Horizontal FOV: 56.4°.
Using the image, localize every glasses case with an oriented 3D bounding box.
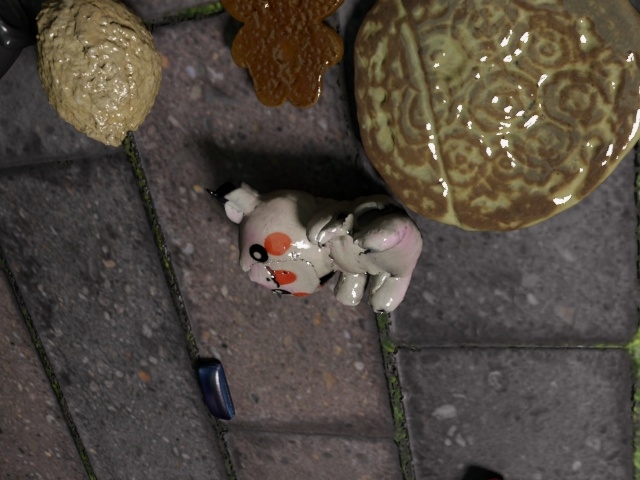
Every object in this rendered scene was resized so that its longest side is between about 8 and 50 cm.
[{"bbox_3d":[-0.132,0.191,0.747,0.034,0.023,0.083,-3,112,18],"label":"glasses case"}]

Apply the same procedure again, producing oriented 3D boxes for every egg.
[{"bbox_3d":[-0.209,-0.163,0.562,0.116,0.118,0.140,-13,118,6],"label":"egg"}]

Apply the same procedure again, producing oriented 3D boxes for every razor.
[{"bbox_3d":[-0.370,-0.209,0.631,0.148,0.054,0.090,-30,101,27],"label":"razor"}]

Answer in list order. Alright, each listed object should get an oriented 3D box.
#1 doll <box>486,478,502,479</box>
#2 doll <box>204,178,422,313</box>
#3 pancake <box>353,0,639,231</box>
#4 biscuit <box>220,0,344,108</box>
[{"bbox_3d":[0.199,0.391,0.695,0.142,0.076,0.245,17,114,13],"label":"doll"},{"bbox_3d":[0.000,0.000,0.569,0.192,0.095,0.149,1,143,20],"label":"doll"},{"bbox_3d":[0.146,-0.120,0.505,0.250,0.031,0.250,8,116,17],"label":"pancake"},{"bbox_3d":[-0.034,-0.208,0.532,0.124,0.026,0.175,6,115,18],"label":"biscuit"}]
